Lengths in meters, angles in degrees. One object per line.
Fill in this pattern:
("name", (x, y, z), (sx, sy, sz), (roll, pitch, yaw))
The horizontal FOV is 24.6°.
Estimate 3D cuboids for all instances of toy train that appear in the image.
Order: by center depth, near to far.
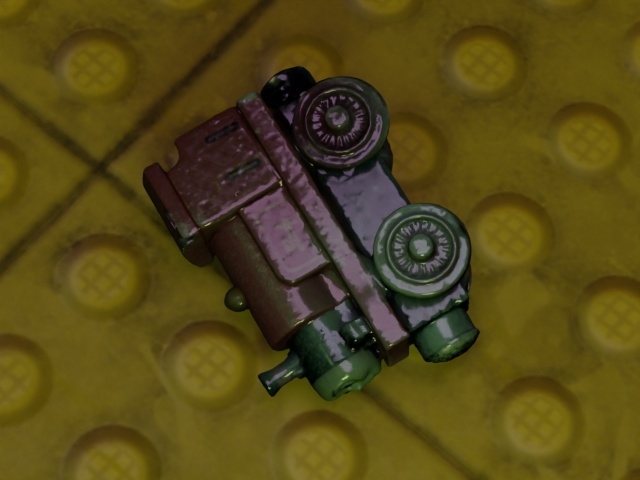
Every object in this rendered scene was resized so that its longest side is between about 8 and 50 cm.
("toy train", (0.000, 0.000, 1.299), (0.221, 0.150, 0.304), (-31, 75, -4))
